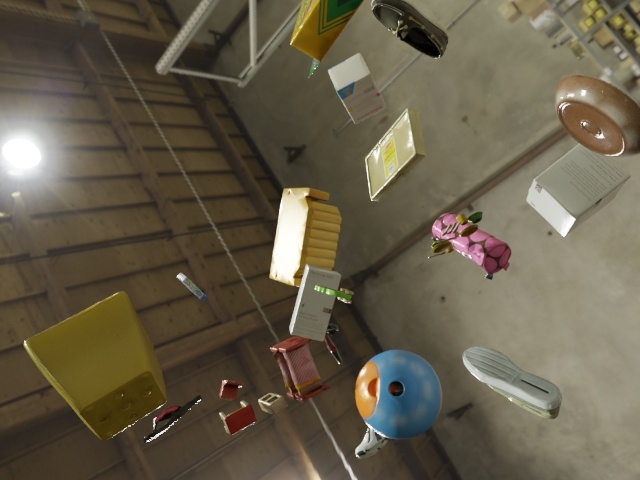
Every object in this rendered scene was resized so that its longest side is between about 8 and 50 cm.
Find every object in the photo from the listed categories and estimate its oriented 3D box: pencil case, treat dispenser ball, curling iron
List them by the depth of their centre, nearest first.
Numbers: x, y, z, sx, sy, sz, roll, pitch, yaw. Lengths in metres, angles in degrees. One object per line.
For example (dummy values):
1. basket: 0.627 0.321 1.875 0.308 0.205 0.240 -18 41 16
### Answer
1. pencil case: 0.375 0.007 1.321 0.098 0.095 0.209 21 -165 -35
2. treat dispenser ball: 0.259 0.510 1.765 0.288 0.288 0.288 32 -144 -27
3. curling iron: 0.056 0.416 2.095 0.035 0.068 0.274 -112 5 -45

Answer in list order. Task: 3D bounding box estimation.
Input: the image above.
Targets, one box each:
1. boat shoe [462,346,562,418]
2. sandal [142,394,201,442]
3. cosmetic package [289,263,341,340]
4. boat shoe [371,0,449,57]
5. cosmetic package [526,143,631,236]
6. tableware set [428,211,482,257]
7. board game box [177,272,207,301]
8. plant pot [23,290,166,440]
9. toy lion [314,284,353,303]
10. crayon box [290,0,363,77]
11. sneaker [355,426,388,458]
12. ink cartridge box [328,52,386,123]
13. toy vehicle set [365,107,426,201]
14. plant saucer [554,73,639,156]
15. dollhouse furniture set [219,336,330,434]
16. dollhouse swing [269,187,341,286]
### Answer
1. boat shoe: 0.529 0.403 1.493 0.109 0.302 0.094 -29 -57 -25
2. sandal: -0.362 0.421 1.275 0.040 0.067 0.179 52 -142 2
3. cosmetic package: -0.019 0.206 1.761 0.118 0.230 0.085 13 -176 -9
4. boat shoe: 0.229 -0.549 1.363 0.228 0.081 0.068 23 -117 -14
5. cosmetic package: 0.680 -0.138 1.415 0.151 0.184 0.151 51 179 23
6. tableware set: 0.306 -0.015 1.206 0.104 0.154 0.024 -14 -119 -16
7. board game box: -0.380 0.138 1.566 0.020 0.090 0.090 -45 -69 -15
8. plant pot: -0.437 0.274 1.092 0.212 0.212 0.187 -29 -128 -22
9. toy lion: 0.033 0.141 1.448 0.096 0.034 0.100 16 177 -10
10. crayon box: 0.035 -0.534 1.130 0.083 0.323 0.203 24 -128 -19
11. sneaker: 0.197 0.719 2.051 0.153 0.235 0.094 41 158 36
12. ink cartridge box: 0.096 -0.373 1.327 0.143 0.092 0.089 49 -161 -53
13. toy vehicle set: 0.221 -0.254 1.614 0.035 0.267 0.165 8 -119 -22
14. plant saucer: 0.500 -0.214 0.961 0.198 0.036 0.198 44 180 0
15. dollhouse furniture set: -0.178 0.502 1.851 0.374 0.152 0.201 -23 -87 -29
16. dollhouse swing: 0.000 0.000 2.012 0.305 0.315 0.346 10 -91 -28
